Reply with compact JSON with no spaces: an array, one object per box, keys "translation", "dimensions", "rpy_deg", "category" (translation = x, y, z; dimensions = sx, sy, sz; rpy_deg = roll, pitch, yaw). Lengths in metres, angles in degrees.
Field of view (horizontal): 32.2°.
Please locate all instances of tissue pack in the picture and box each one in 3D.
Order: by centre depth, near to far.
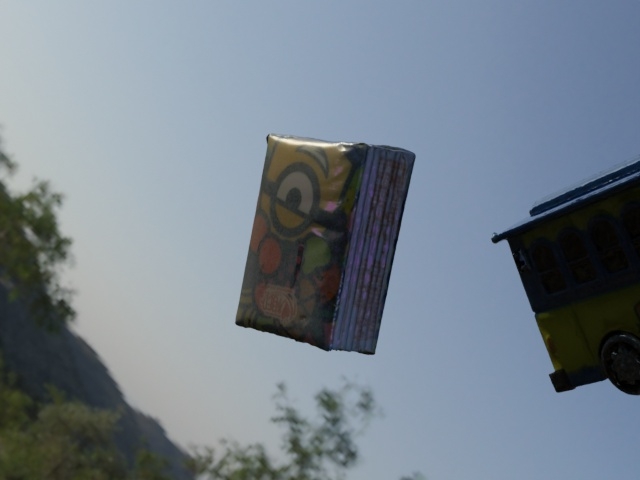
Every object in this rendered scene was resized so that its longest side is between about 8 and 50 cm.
[{"translation":[0.000,0.000,0.796],"dimensions":[0.060,0.148,0.109],"rpy_deg":[11,0,-40],"category":"tissue pack"}]

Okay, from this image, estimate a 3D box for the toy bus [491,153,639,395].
[{"translation":[0.287,0.011,0.852],"dimensions":[0.288,0.138,0.175],"rpy_deg":[-27,-96,55],"category":"toy bus"}]
